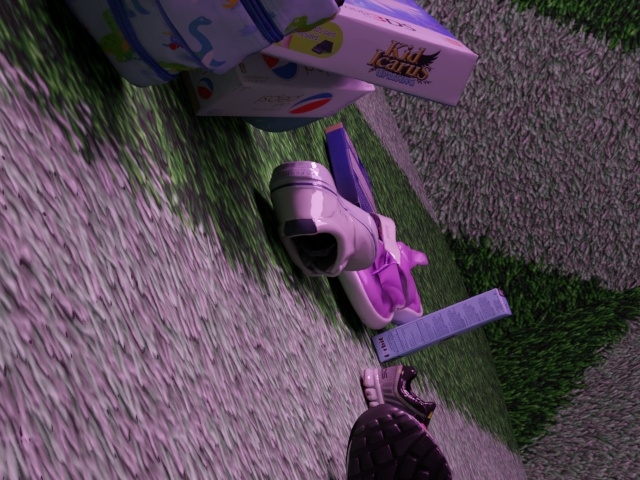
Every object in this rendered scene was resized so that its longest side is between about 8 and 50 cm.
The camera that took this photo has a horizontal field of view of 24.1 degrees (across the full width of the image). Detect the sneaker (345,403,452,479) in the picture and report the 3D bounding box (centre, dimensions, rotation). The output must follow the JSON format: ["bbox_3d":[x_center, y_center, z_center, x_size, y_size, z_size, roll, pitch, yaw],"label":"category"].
[{"bbox_3d":[0.081,0.277,1.489,0.124,0.107,0.283,-130,-161,-67],"label":"sneaker"}]

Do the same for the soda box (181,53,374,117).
[{"bbox_3d":[-0.043,-0.168,1.484,0.216,0.069,0.073,-5,71,-53],"label":"soda box"}]

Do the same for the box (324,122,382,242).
[{"bbox_3d":[0.057,-0.061,2.319,0.225,0.037,0.136,-102,168,-46],"label":"box"}]

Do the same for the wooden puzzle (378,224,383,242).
[{"bbox_3d":[0.101,0.003,2.306,0.049,0.006,0.083,60,13,-50],"label":"wooden puzzle"}]

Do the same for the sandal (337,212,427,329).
[{"bbox_3d":[0.091,0.028,2.041,0.169,0.102,0.416,63,9,8],"label":"sandal"}]

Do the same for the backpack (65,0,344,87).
[{"bbox_3d":[-0.106,-0.288,1.159,0.355,0.273,0.290,53,-6,33],"label":"backpack"}]

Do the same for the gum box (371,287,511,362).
[{"bbox_3d":[0.172,0.119,2.092,0.157,0.184,0.041,19,50,-80],"label":"gum box"}]

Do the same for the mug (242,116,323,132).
[{"bbox_3d":[-0.041,-0.190,1.644,0.129,0.097,0.157,59,38,-16],"label":"mug"}]

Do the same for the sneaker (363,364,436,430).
[{"bbox_3d":[0.108,0.224,1.795,0.063,0.075,0.170,38,32,-75],"label":"sneaker"}]

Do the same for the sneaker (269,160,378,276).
[{"bbox_3d":[0.000,0.000,1.665,0.258,0.094,0.091,44,44,-62],"label":"sneaker"}]

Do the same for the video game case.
[{"bbox_3d":[-0.010,-0.235,1.462,0.244,0.061,0.269,13,23,-30],"label":"video game case"}]
